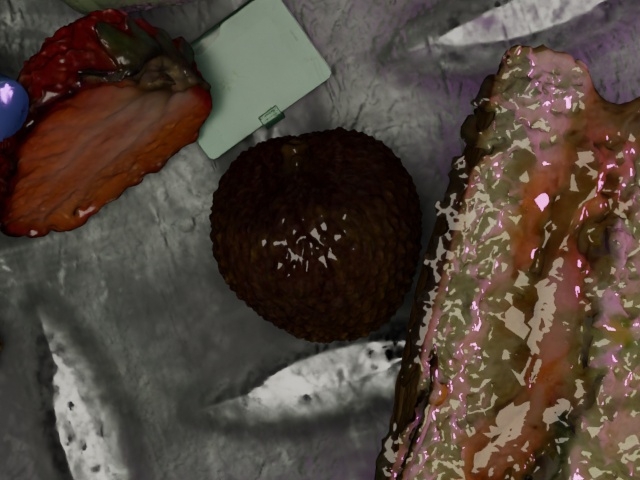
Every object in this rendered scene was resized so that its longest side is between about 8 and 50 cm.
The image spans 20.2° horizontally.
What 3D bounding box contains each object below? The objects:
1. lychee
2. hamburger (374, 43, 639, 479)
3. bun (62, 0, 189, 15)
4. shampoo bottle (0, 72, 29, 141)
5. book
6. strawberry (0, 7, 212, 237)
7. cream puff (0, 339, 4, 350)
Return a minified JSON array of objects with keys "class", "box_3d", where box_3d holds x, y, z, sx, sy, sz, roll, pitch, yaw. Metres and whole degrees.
[{"class":"lychee","box_3d":[-0.001,-0.006,1.528,0.194,0.194,0.194,0,96,2]},{"class":"hamburger","box_3d":[0.195,0.078,1.474,0.268,0.287,0.445,13,93,0]},{"class":"bun","box_3d":[-0.169,-0.300,1.532,0.221,0.108,0.221,0,96,2]},{"class":"shampoo bottle","box_3d":[-0.331,-0.147,1.499,0.258,0.061,0.104,28,97,42]},{"class":"book","box_3d":[-0.068,-0.146,1.592,0.135,0.017,0.103,-36,92,6]},{"class":"strawberry","box_3d":[-0.212,-0.110,1.545,0.236,0.190,0.111,-44,60,28]},{"class":"cream puff","box_3d":[-0.347,0.096,1.581,0.133,0.119,0.104,-34,75,-22]}]
